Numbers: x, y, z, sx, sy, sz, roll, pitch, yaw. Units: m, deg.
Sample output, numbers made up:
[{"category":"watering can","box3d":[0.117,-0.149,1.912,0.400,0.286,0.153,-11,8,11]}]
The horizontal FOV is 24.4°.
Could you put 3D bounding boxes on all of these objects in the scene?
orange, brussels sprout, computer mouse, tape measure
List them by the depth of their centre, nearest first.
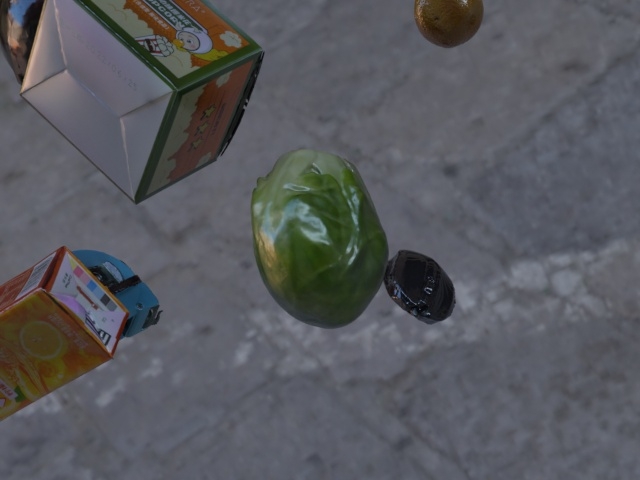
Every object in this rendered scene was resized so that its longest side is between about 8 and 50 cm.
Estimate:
[{"category":"brussels sprout","box3d":[-0.004,0.002,1.531,0.144,0.161,0.180,-21,50,37]},{"category":"orange","box3d":[0.141,-0.256,1.645,0.085,0.085,0.085,-19,35,14]},{"category":"computer mouse","box3d":[0.125,0.053,1.835,0.057,0.099,0.172,-52,11,13]},{"category":"tape measure","box3d":[-0.287,0.072,1.866,0.146,0.081,0.125,-21,60,-45]}]

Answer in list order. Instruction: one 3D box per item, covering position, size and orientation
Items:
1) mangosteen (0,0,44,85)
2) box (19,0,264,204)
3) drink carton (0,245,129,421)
[{"category":"mangosteen","box3d":[-0.358,-0.371,2.390,0.307,0.307,0.347,22,80,48]},{"category":"box","box3d":[-0.193,-0.182,1.591,0.195,0.177,0.148,42,45,16]},{"category":"drink carton","box3d":[-0.289,0.102,1.357,0.223,0.096,0.071,-29,25,27]}]
